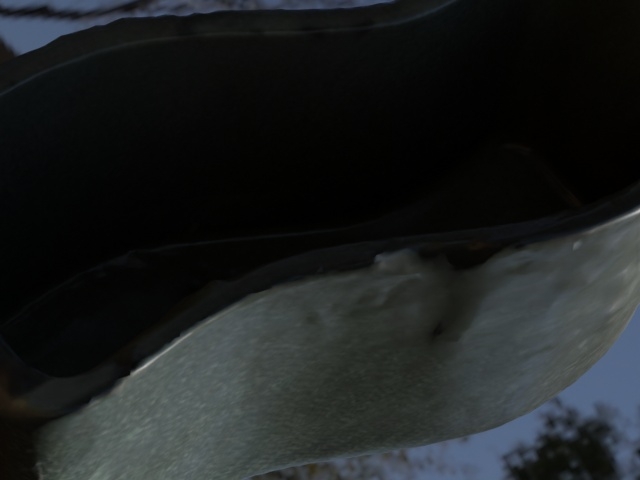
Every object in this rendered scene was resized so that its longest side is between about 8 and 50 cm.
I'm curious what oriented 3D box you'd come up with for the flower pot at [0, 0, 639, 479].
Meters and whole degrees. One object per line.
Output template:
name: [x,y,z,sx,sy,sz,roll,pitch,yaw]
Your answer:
flower pot: [0.000,0.000,0.452,0.103,0.229,0.108,60,-25,28]
